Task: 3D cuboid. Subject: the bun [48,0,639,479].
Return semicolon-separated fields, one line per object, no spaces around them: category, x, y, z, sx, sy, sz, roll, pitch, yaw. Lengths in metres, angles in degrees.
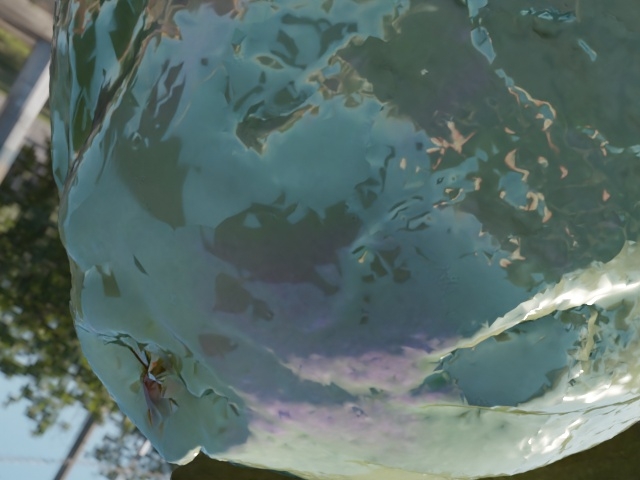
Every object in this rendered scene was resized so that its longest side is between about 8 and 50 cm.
bun;0.000;0.000;0.444;0.293;0.187;0.293;23;144;18

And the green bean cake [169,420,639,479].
green bean cake;0.064;0.166;0.631;0.233;0.236;0.124;30;135;34
